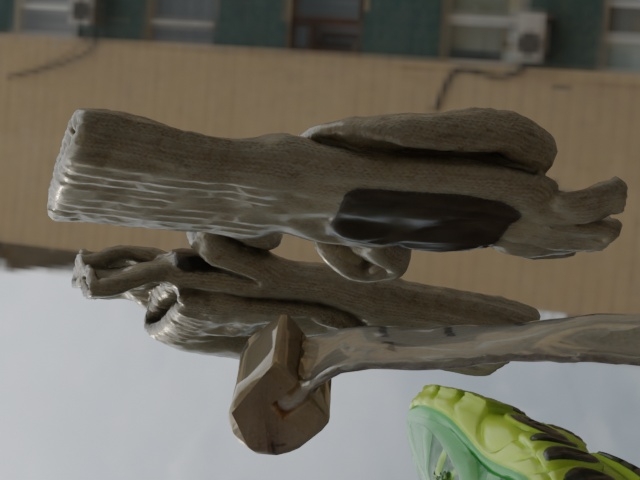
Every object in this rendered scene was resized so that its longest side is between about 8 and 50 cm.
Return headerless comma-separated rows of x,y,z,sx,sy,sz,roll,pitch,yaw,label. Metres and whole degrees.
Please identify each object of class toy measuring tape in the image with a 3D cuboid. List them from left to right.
0.147,0.064,0.405,0.121,0.330,0.121,-4,-90,-85,toy measuring tape

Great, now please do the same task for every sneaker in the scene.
0.092,0.150,0.852,0.295,0.109,0.123,-160,94,-82,sneaker

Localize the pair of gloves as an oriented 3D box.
0.000,0.000,0.651,0.240,0.204,0.042,108,166,-70,pair of gloves
